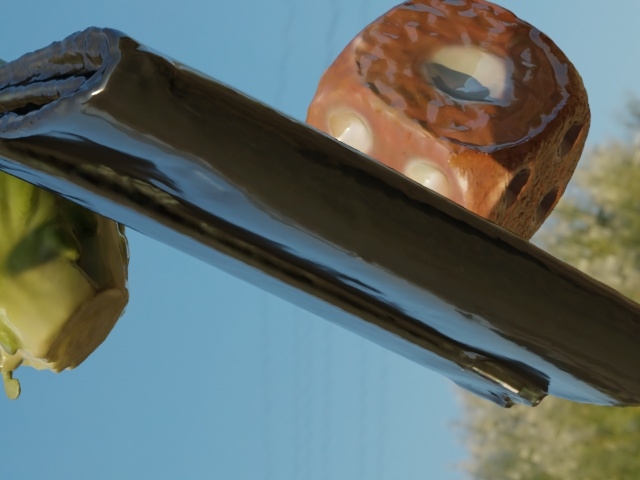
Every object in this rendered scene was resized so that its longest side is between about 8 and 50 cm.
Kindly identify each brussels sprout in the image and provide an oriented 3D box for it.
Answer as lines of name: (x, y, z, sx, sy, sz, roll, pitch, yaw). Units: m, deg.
brussels sprout: (-0.354, -0.033, 1.966, 0.314, 0.371, 0.276, -57, -8, -16)

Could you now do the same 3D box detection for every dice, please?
dice: (0.100, -0.074, 1.570, 0.174, 0.175, 0.179, -41, -27, -37)

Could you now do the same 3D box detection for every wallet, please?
wallet: (0.000, 0.001, 1.145, 0.228, 0.406, 0.062, -10, 57, 59)
